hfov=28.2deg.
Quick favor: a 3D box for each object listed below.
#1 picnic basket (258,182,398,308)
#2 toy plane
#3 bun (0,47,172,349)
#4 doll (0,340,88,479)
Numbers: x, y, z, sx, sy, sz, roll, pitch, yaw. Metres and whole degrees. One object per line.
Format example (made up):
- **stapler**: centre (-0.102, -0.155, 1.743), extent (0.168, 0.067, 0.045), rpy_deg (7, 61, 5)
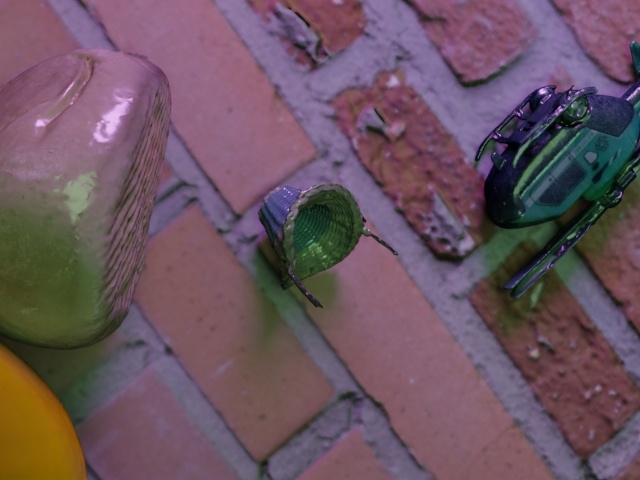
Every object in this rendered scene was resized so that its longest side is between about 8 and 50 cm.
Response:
- **picnic basket**: centre (0.000, 0.000, 0.790), extent (0.065, 0.083, 0.083), rpy_deg (-27, 52, -27)
- **toy plane**: centre (0.186, -0.070, 0.847), extent (0.235, 0.060, 0.096), rpy_deg (-44, 108, -7)
- **bun**: centre (-0.151, -0.030, 0.713), extent (0.113, 0.173, 0.166), rpy_deg (12, 117, -1)
- **doll**: centre (-0.342, 0.120, 0.642), extent (0.423, 0.161, 0.348), rpy_deg (45, 81, -1)
